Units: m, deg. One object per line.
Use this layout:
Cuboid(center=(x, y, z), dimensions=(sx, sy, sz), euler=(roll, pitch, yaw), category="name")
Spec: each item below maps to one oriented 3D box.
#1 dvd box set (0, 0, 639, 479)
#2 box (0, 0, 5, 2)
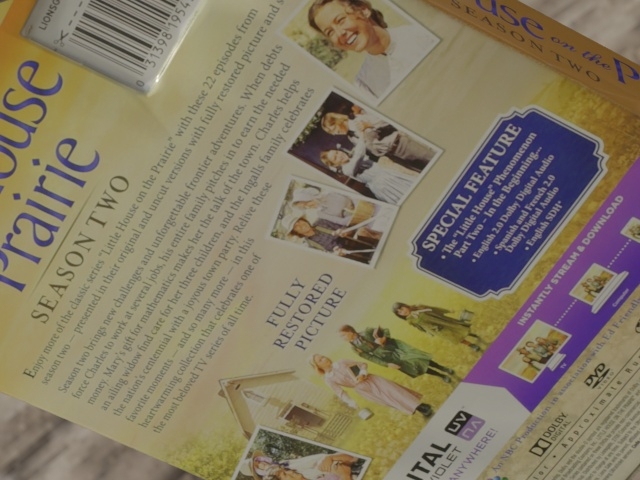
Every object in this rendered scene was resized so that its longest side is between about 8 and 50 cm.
Cuboid(center=(0.000, 0.000, 0.878), dimensions=(0.308, 0.420, 0.062), euler=(-56, 18, 30), category="dvd box set")
Cuboid(center=(-0.055, -0.247, 0.419), dimensions=(0.343, 0.313, 0.179), euler=(-21, 44, -19), category="box")
